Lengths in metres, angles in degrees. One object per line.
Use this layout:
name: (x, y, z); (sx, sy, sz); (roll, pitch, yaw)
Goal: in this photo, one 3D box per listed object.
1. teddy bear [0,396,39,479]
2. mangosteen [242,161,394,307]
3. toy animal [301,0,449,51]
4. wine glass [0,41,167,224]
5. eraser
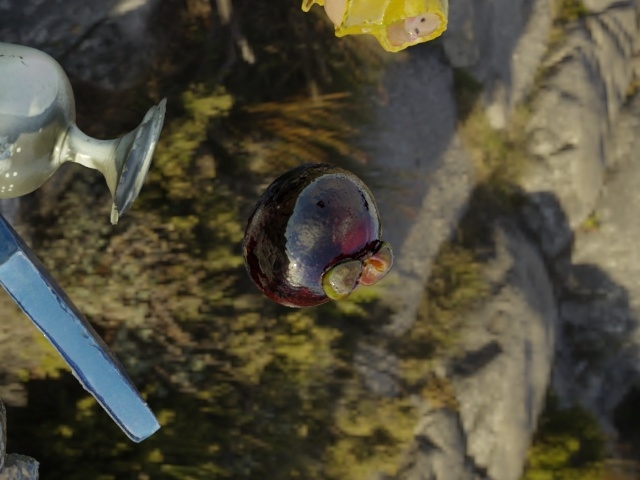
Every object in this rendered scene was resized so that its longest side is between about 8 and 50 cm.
teddy bear: (-0.416, 0.263, 1.430); (0.236, 0.151, 0.267); (-3, 113, -24)
mangosteen: (0.000, 0.000, 1.314); (0.152, 0.152, 0.152); (6, 83, -53)
toy animal: (0.089, -0.381, 2.121); (0.229, 0.156, 0.156); (6, 80, -13)
wine glass: (-0.409, -0.161, 1.939); (0.323, 0.238, 0.238); (21, 62, -3)
eraser: (-0.283, 0.089, 1.455); (0.042, 0.144, 0.312); (-37, 132, -8)
